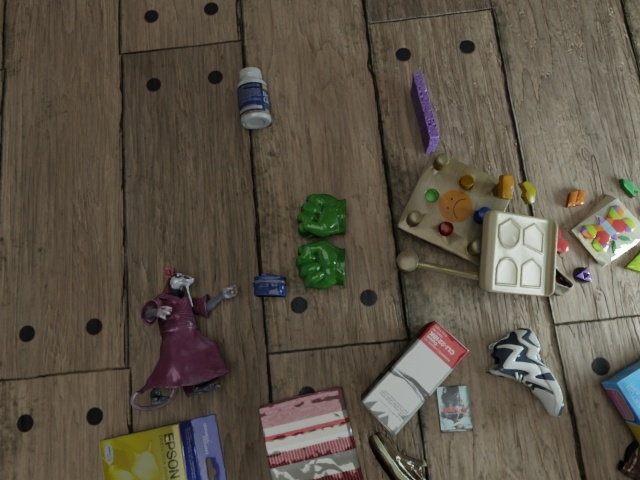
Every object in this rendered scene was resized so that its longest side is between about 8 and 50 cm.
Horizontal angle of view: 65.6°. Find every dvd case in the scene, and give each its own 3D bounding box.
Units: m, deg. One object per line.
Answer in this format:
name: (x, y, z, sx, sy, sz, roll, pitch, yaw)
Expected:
dvd case: (0.361, 0.453, 1.340, 0.087, 0.013, 0.119, -4, 79, 2)

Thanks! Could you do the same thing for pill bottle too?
pill bottle: (-0.205, -0.434, 1.513, 0.094, 0.094, 0.169, -9, 78, 1)

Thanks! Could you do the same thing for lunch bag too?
lunch bag: (-0.146, 0.126, 1.408, 0.099, 0.067, 0.065, 0, 78, 5)

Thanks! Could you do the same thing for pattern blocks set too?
pattern blocks set: (0.812, -0.027, 1.407, 0.285, 0.026, 0.324, 39, 83, 10)

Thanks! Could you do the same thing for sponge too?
sponge: (0.304, -0.373, 1.460, 0.031, 0.117, 0.209, -11, 78, 3)

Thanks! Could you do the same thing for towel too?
towel: (-0.020, 0.580, 1.326, 0.237, 0.037, 0.328, -13, 80, -2)

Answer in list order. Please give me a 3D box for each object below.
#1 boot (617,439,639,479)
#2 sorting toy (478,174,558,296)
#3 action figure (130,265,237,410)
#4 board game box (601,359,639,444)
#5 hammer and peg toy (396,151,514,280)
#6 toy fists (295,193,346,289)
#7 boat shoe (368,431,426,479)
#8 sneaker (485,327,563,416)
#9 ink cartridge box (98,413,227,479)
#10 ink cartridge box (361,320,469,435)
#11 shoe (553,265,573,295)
boot: (0.840, 0.584, 1.276, 0.114, 0.037, 0.106, 36, 85, 8)
sorting toy: (0.526, -0.011, 1.321, 0.229, 0.041, 0.306, 7, 86, -19)
action figure: (-0.383, 0.248, 1.373, 0.276, 0.248, 0.369, -38, 59, 38)
board game box: (0.913, 0.451, 1.265, 0.242, 0.064, 0.316, -26, 78, -12)
hammer and peg toy: (0.360, -0.042, 1.385, 0.266, 0.127, 0.361, 25, 81, 6)
toy fists: (0.000, 0.000, 1.413, 0.143, 0.096, 0.278, 0, 80, 4)
boat shoe: (0.228, 0.597, 1.287, 0.095, 0.095, 0.257, -33, 84, -18)
sneaker: (0.523, 0.361, 1.310, 0.153, 0.094, 0.234, -18, 78, 1)
ink cartridge box: (-0.409, 0.649, 1.316, 0.308, 0.072, 0.303, -14, 78, 2)
ink cartridge box: (0.232, 0.347, 1.275, 0.114, 0.197, 0.273, 42, 83, 12)
shoe: (0.609, 0.065, 1.383, 0.219, 0.058, 0.076, 43, 84, 10)
